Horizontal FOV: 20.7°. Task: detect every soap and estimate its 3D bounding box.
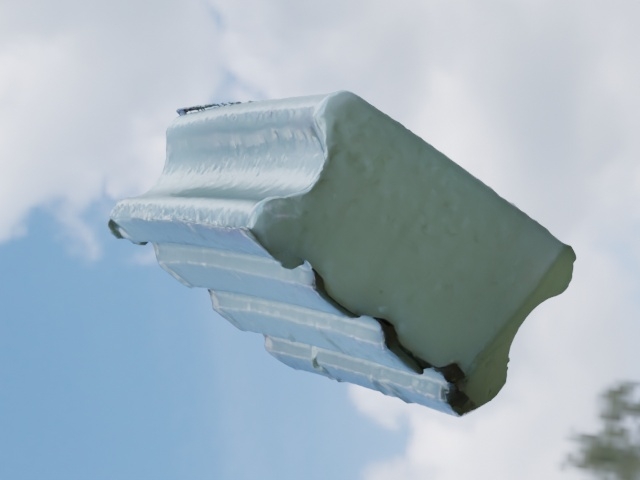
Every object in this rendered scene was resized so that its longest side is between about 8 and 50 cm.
[{"bbox_3d":[0.000,0.000,0.856,0.150,0.261,0.094,39,-101,-18],"label":"soap"}]
